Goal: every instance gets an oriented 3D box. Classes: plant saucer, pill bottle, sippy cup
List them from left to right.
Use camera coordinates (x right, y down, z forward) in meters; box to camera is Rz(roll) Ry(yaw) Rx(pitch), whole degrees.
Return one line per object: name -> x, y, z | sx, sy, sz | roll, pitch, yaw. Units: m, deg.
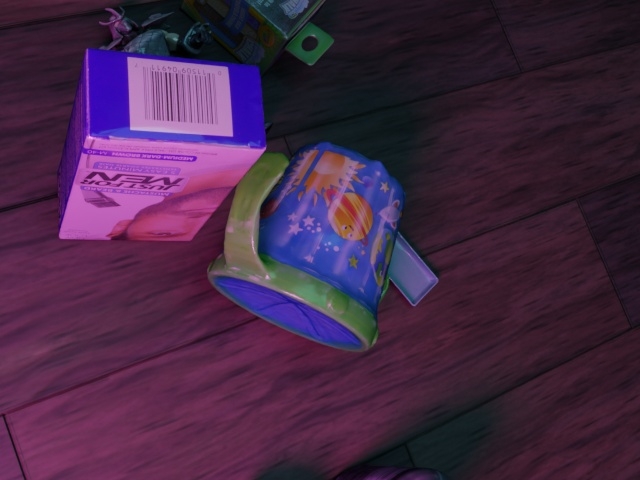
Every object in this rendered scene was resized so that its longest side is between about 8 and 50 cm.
sippy cup -> 0.000, 0.000, 1.031 | 0.240, 0.305, 0.224 | 24, 74, 0
plant saucer -> 0.102, 0.012, 1.206 | 0.067, 0.018, 0.192 | -42, 93, -26
pill bottle -> 0.105, 0.356, 0.986 | 0.130, 0.246, 0.130 | 6, 74, -21

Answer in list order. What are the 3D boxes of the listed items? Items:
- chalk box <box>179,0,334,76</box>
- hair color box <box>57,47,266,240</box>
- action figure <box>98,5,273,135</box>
chalk box -> -0.080, -0.349, 1.164 | 0.213, 0.132, 0.132 | 42, 63, -9
hair color box -> -0.206, -0.094, 0.924 | 0.185, 0.339, 0.110 | 1, 75, -23
action figure -> -0.205, -0.227, 1.098 | 0.285, 0.099, 0.185 | 47, 69, -2
